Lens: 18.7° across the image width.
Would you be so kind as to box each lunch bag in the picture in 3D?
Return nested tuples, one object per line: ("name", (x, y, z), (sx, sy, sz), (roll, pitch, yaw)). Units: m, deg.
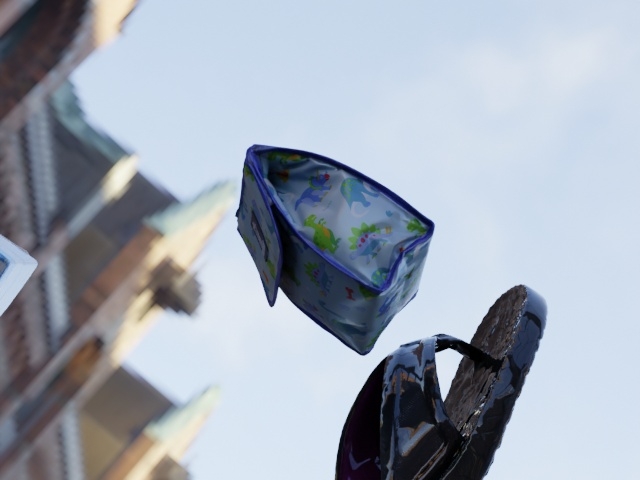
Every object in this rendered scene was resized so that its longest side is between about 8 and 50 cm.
("lunch bag", (0.000, 0.000, 1.472), (0.151, 0.096, 0.129), (37, -24, 12))

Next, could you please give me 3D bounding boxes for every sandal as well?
("sandal", (0.061, 0.181, 1.544), (0.107, 0.445, 0.167), (35, -35, -3))

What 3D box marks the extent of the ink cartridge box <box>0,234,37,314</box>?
("ink cartridge box", (-0.217, 0.007, 1.103), (0.088, 0.052, 0.122), (35, 0, 0))
